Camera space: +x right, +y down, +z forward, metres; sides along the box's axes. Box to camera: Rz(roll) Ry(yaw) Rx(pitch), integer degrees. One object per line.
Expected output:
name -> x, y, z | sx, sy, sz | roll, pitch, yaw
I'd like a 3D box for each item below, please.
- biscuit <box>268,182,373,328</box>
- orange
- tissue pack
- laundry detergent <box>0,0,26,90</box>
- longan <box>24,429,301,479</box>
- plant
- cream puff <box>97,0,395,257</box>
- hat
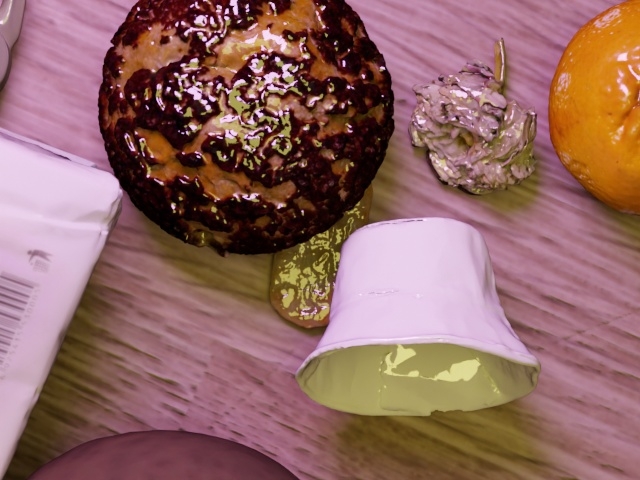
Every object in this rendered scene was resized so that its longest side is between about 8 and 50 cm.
biscuit -> 0.000, 0.000, 1.534 | 0.071, 0.018, 0.147 | 12, 84, 1
orange -> 0.271, -0.107, 1.495 | 0.178, 0.155, 0.177 | -1, 104, -5
tissue pack -> -0.330, 0.061, 1.383 | 0.266, 0.194, 0.356 | 23, 93, -20
laundry detergent -> -0.320, -0.235, 1.486 | 0.181, 0.091, 0.253 | 7, 86, -6
longan -> -0.112, 0.279, 1.382 | 0.297, 0.297, 0.297 | 0, 87, -5
plant -> 0.133, -0.105, 1.536 | 0.116, 0.104, 0.122 | 59, 46, -34
cream puff -> -0.060, -0.108, 1.458 | 0.239, 0.165, 0.239 | 0, 83, -1
hat -> 0.076, 0.056, 1.470 | 0.203, 0.203, 0.126 | 1, 70, -5
